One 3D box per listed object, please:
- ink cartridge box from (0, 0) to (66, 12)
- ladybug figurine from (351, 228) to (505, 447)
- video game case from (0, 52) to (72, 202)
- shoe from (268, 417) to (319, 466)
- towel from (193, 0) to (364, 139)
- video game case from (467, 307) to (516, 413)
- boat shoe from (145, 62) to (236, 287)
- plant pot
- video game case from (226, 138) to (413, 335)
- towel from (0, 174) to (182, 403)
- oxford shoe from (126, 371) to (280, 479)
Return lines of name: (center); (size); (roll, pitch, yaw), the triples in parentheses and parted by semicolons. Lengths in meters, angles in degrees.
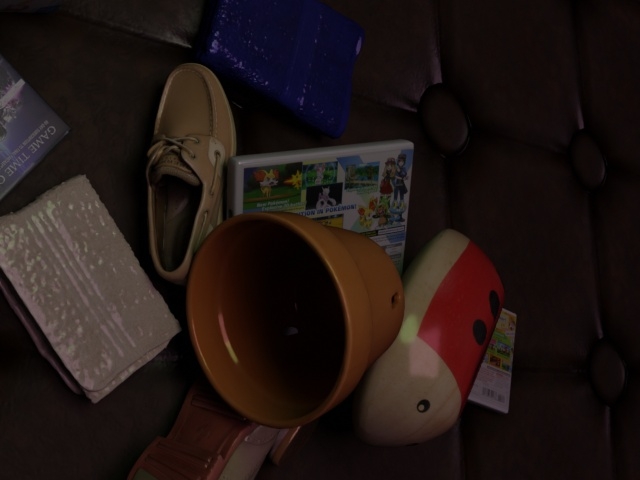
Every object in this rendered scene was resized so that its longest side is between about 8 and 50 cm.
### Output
ink cartridge box: (-0.414, -0.349, 1.237); (0.122, 0.088, 0.052); (-9, 89, -41)
ladybug figurine: (0.194, 0.162, 1.501); (0.305, 0.162, 0.449); (94, 21, -44)
video game case: (-0.484, -0.185, 1.183); (0.274, 0.026, 0.196); (50, 53, -21)
shoe: (-0.029, 0.263, 1.449); (0.219, 0.058, 0.076); (-55, 156, -31)
towel: (-0.067, -0.329, 1.535); (0.308, 0.076, 0.228); (26, 67, -36)
video game case: (0.293, 0.209, 1.751); (0.227, 0.026, 0.206); (24, 65, -33)
boat shoe: (-0.195, -0.105, 1.322); (0.110, 0.121, 0.341); (34, 52, -75)
plant pot: (-0.017, 0.097, 1.270); (0.203, 0.291, 0.291); (-10, 86, -51)
video game case: (0.000, 0.000, 1.429); (0.329, 0.036, 0.300); (-9, 113, -32)
towel: (-0.327, 0.066, 1.244); (0.187, 0.049, 0.282); (-38, 104, -40)
oxford shoe: (-0.139, 0.294, 1.323); (0.397, 0.140, 0.146); (-43, 140, -43)
